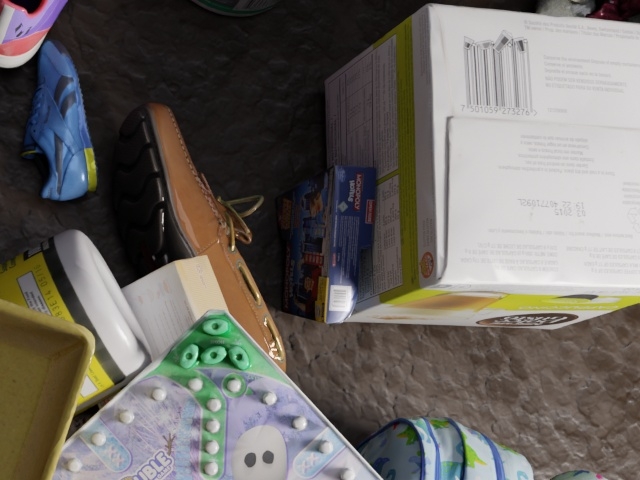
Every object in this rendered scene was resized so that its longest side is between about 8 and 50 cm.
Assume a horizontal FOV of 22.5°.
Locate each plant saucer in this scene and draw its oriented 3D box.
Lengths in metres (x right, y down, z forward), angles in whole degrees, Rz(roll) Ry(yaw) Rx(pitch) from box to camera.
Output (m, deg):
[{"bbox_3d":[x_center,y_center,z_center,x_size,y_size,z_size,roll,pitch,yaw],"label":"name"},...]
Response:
[{"bbox_3d":[-0.427,0.197,1.641,0.332,0.081,0.333,18,90,2],"label":"plant saucer"}]

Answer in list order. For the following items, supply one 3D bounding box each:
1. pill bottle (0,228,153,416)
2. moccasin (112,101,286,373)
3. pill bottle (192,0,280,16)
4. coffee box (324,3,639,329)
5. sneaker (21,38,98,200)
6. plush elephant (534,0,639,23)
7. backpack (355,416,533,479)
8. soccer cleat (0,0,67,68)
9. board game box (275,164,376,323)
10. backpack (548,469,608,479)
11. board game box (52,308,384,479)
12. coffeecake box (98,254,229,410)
[{"bbox_3d":[-0.370,0.141,1.777,0.334,0.188,0.188,-28,86,-3],"label":"pill bottle"},{"bbox_3d":[-0.143,0.007,1.983,0.147,0.139,0.380,-18,78,-39],"label":"moccasin"},{"bbox_3d":[-0.065,-0.441,2.022,0.204,0.361,0.204,7,71,-20],"label":"pill bottle"},{"bbox_3d":[0.219,-0.076,2.034,0.337,0.334,0.338,3,77,-22],"label":"coffee box"},{"bbox_3d":[-0.335,-0.151,1.990,0.082,0.069,0.209,-9,78,-20],"label":"sneaker"},{"bbox_3d":[0.418,-0.335,2.260,0.255,0.330,0.272,22,52,9],"label":"plush elephant"},{"bbox_3d":[0.131,0.383,1.903,0.273,0.290,0.355,34,56,-5],"label":"backpack"},{"bbox_3d":[-0.338,-0.358,2.011,0.108,0.116,0.318,28,55,-9],"label":"soccer cleat"},{"bbox_3d":[0.000,0.000,2.030,0.060,0.194,0.194,3,93,-22],"label":"board game box"},{"bbox_3d":[0.322,0.422,1.994,0.191,0.225,0.254,-21,79,-31],"label":"backpack"},{"bbox_3d":[-0.121,0.339,1.707,0.390,0.050,0.390,-43,88,-4],"label":"board game box"},{"bbox_3d":[-0.194,0.119,1.896,0.068,0.185,0.142,-11,77,-58],"label":"coffeecake box"}]
